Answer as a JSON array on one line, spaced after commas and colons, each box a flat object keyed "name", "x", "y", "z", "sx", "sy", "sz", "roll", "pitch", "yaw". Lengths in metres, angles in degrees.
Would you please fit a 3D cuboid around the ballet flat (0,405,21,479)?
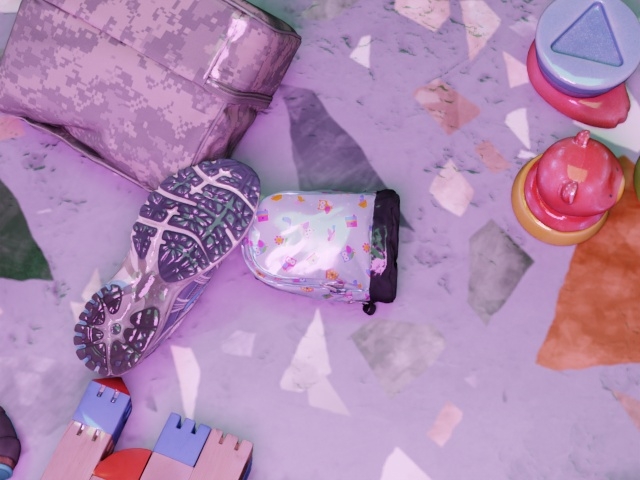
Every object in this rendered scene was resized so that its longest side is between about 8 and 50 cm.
[{"name": "ballet flat", "x": -0.476, "y": 0.232, "z": 1.407, "sx": 0.280, "sy": 0.095, "sz": 0.096, "roll": -4, "pitch": 63, "yaw": -13}]

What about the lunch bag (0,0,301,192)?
[{"name": "lunch bag", "x": -0.212, "y": -0.202, "z": 1.480, "sx": 0.305, "sy": 0.212, "sz": 0.256, "roll": 30, "pitch": 98, "yaw": 8}]

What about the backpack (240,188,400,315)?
[{"name": "backpack", "x": 0.000, "y": 0.000, "z": 1.468, "sx": 0.182, "sy": 0.115, "sz": 0.152, "roll": 3, "pitch": 75, "yaw": 3}]

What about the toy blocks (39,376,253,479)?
[{"name": "toy blocks", "x": -0.158, "y": 0.310, "z": 1.353, "sx": 0.381, "sy": 0.190, "sz": 0.261, "roll": 21, "pitch": 62, "yaw": 6}]

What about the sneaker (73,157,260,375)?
[{"name": "sneaker", "x": -0.170, "y": 0.025, "z": 1.435, "sx": 0.110, "sy": 0.122, "sz": 0.283, "roll": 40, "pitch": 92, "yaw": 7}]

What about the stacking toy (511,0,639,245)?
[{"name": "stacking toy", "x": 0.379, "y": -0.152, "z": 1.512, "sx": 0.280, "sy": 0.130, "sz": 0.309, "roll": 4, "pitch": 73, "yaw": 1}]
